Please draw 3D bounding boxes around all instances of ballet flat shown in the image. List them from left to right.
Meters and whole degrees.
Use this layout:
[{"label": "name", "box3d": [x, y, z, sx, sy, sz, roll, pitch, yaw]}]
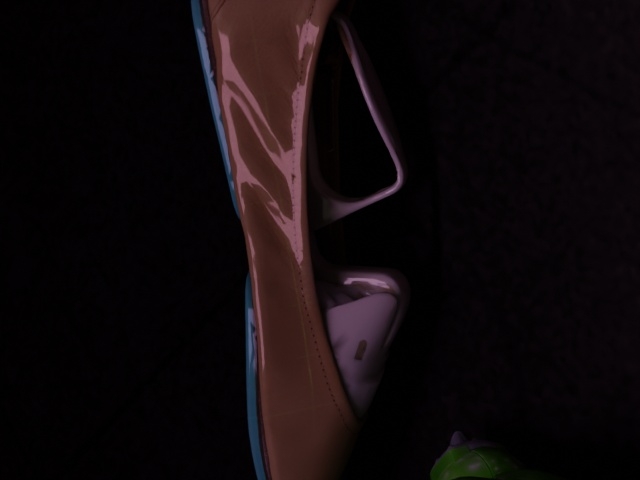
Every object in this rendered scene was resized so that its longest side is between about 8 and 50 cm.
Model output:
[{"label": "ballet flat", "box3d": [0.000, 0.000, 0.704, 0.073, 0.080, 0.232, -6, 99, 11]}]

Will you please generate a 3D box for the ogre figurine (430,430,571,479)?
[{"label": "ogre figurine", "box3d": [0.081, 0.141, 0.641, 0.197, 0.097, 0.118, -127, 39, -80]}]
